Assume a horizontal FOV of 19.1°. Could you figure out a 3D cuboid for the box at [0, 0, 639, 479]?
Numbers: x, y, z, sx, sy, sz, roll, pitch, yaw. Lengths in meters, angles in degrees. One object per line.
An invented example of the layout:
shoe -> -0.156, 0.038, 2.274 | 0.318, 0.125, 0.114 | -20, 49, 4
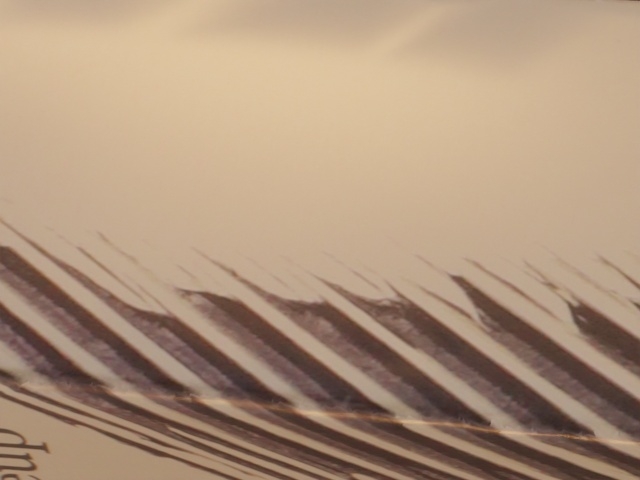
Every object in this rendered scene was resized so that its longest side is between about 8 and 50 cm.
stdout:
box -> 0.050, 0.020, 0.363 | 0.275, 0.113, 0.094 | 3, 59, 8
